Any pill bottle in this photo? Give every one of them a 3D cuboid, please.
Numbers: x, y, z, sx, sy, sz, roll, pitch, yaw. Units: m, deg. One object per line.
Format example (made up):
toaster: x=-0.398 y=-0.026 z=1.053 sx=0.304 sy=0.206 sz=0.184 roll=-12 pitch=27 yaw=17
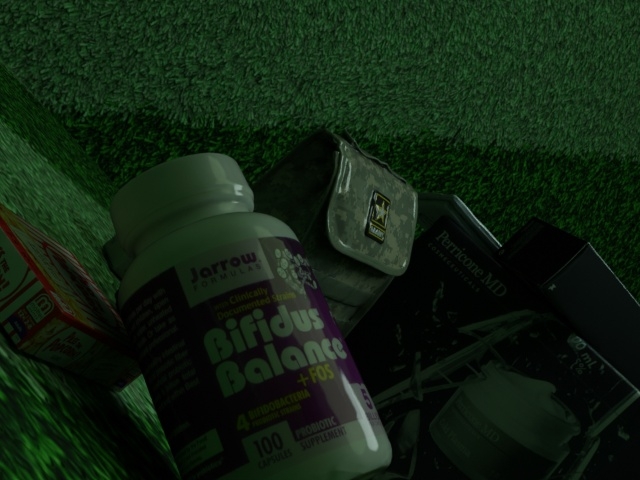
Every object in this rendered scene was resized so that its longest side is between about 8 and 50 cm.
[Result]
pill bottle: x=-0.072 y=0.083 z=0.775 sx=0.169 sy=0.169 sz=0.301 roll=63 pitch=1 yaw=-73

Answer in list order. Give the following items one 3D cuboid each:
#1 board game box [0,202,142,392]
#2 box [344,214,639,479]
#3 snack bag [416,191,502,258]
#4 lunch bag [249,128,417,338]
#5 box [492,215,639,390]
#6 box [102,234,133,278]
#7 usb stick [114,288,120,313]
board game box: x=-0.229 y=0.046 z=0.765 sx=0.147 sy=0.045 sz=0.193 roll=48 pitch=-5 yaw=20
box: x=0.208 y=0.310 z=1.465 sx=0.480 sy=0.472 sz=0.297 roll=46 pitch=-6 yaw=34
snack bag: x=0.296 y=0.045 z=1.649 sx=0.342 sy=0.037 sz=0.323 roll=49 pitch=-4 yaw=-7
lunch bag: x=0.000 y=0.000 z=1.255 sx=0.169 sy=0.287 sz=0.235 roll=46 pitch=12 yaw=34
box: x=0.412 y=0.102 z=1.413 sx=0.261 sy=0.103 sz=0.184 roll=46 pitch=3 yaw=-19
box: x=-0.221 y=0.059 z=1.492 sx=0.232 sy=0.148 sz=0.127 roll=51 pitch=-4 yaw=-27
usb stick: x=-0.146 y=0.125 z=1.213 sx=0.278 sy=0.077 sz=0.045 roll=32 pitch=44 yaw=-32
